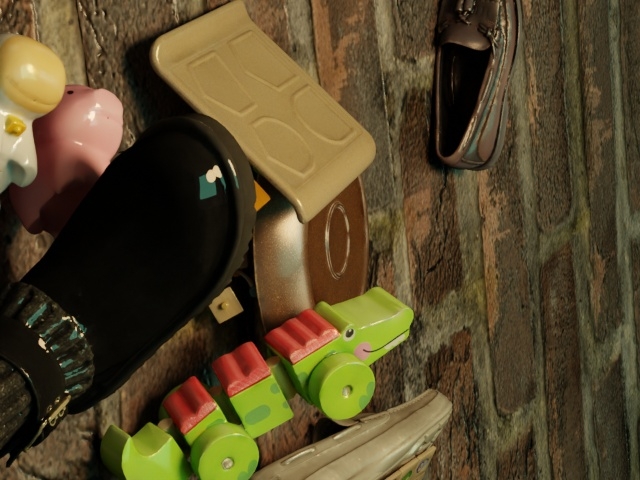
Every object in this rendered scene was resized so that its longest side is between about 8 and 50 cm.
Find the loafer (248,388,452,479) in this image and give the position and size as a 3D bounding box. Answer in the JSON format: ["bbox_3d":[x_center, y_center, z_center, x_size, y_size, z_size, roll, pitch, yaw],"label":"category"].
[{"bbox_3d":[0.043,0.244,1.609,0.319,0.111,0.112,-25,151,-50],"label":"loafer"}]

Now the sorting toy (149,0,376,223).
[{"bbox_3d":[-0.075,-0.116,1.355,0.229,0.041,0.307,48,31,-1],"label":"sorting toy"}]

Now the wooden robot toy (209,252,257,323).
[{"bbox_3d":[-0.105,-0.005,1.436,0.079,0.076,0.173,-108,-166,-81],"label":"wooden robot toy"}]

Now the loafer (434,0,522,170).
[{"bbox_3d":[0.205,-0.244,1.852,0.095,0.109,0.303,-6,100,-53],"label":"loafer"}]

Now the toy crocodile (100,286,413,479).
[{"bbox_3d":[-0.060,0.145,1.359,0.340,0.115,0.105,-31,124,-12],"label":"toy crocodile"}]

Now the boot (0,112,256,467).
[{"bbox_3d":[-0.211,0.062,1.052,0.348,0.131,0.260,-54,164,30],"label":"boot"}]

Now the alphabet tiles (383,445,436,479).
[{"bbox_3d":[0.043,0.365,1.608,0.198,0.009,0.237,-23,142,-52],"label":"alphabet tiles"}]

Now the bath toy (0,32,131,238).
[{"bbox_3d":[-0.233,-0.084,1.162,0.348,0.151,0.129,29,23,-53],"label":"bath toy"}]

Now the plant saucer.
[{"bbox_3d":[0.000,0.000,1.526,0.310,0.050,0.311,0,90,-73],"label":"plant saucer"}]
